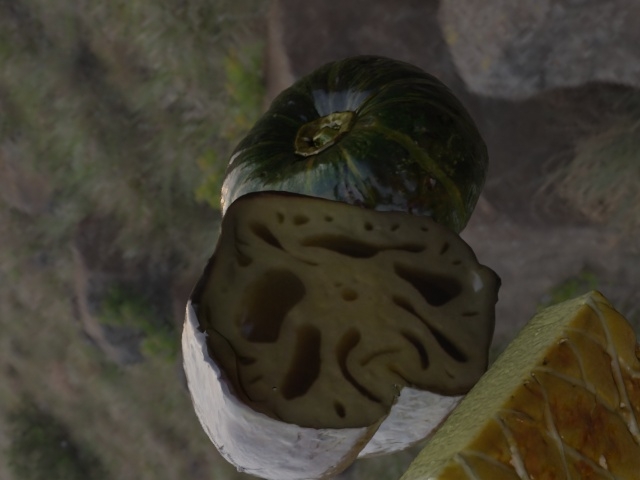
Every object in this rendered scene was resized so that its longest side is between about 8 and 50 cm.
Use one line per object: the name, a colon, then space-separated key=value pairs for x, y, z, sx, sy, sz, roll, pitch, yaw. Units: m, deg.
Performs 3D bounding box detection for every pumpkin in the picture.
pumpkin: x=0.041 y=-0.051 z=1.300 sx=0.260 sy=0.260 sz=0.189 roll=21 pitch=153 yaw=49

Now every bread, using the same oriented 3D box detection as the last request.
bread: x=0.132 y=0.130 z=0.761 sx=0.068 sy=0.188 sz=0.125 roll=-25 pitch=102 yaw=46

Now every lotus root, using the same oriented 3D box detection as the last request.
lotus root: x=0.001 y=0.092 z=0.891 sx=0.188 sy=0.199 sz=0.180 roll=16 pitch=134 yaw=0
